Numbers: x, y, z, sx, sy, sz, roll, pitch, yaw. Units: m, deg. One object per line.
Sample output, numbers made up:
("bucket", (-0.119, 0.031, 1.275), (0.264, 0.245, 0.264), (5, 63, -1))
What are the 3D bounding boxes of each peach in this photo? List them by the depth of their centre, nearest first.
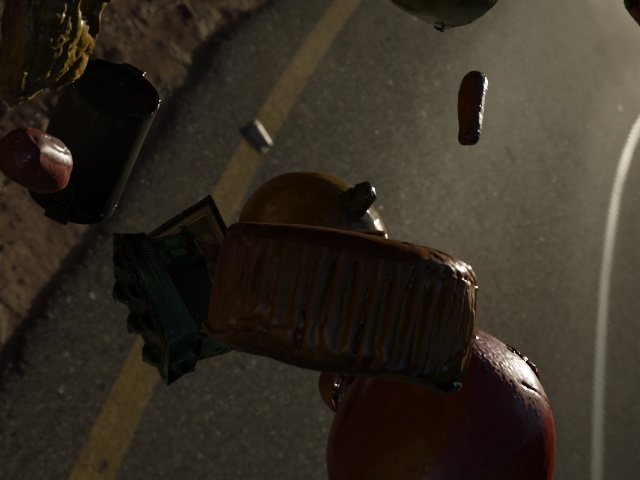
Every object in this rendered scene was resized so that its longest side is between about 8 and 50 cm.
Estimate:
("peach", (0.178, 0.302, 1.503), (0.370, 0.370, 0.370), (43, 30, -33))

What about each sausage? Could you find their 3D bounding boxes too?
("sausage", (-0.291, -0.082, 1.030), (0.059, 0.054, 0.094), (59, 9, 21))

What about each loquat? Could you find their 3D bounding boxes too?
("loquat", (0.000, 0.000, 2.061), (0.328, 0.359, 0.328), (26, 43, -26))

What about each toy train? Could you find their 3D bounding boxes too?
("toy train", (-0.272, 0.106, 1.848), (0.178, 0.138, 0.330), (-13, 46, -25))

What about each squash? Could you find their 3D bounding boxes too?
("squash", (0.101, -0.271, 0.928), (0.123, 0.123, 0.186), (65, 20, 10))

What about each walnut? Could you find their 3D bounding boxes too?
("walnut", (0.028, 0.251, 1.826), (0.091, 0.052, 0.121), (33, 68, -49))

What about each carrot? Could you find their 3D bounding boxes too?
("carrot", (0.303, -0.266, 2.025), (0.060, 0.060, 0.186), (41, 48, -36))

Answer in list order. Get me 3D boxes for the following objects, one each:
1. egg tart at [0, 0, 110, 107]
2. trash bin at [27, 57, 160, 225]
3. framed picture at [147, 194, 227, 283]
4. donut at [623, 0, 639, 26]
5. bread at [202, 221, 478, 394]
("egg tart", (-0.433, -0.368, 1.635), (0.153, 0.352, 0.339), (15, 13, -20))
("trash bin", (-0.486, -0.208, 2.139), (0.203, 0.301, 0.252), (27, 33, -8))
("framed picture", (-0.279, 0.030, 2.227), (0.195, 0.199, 0.010), (63, 21, 9))
("donut", (0.406, -0.327, 1.010), (0.136, 0.259, 0.345), (20, 43, -40))
("bread", (0.018, 0.043, 0.732), (0.199, 0.199, 0.104), (17, 83, -56))
